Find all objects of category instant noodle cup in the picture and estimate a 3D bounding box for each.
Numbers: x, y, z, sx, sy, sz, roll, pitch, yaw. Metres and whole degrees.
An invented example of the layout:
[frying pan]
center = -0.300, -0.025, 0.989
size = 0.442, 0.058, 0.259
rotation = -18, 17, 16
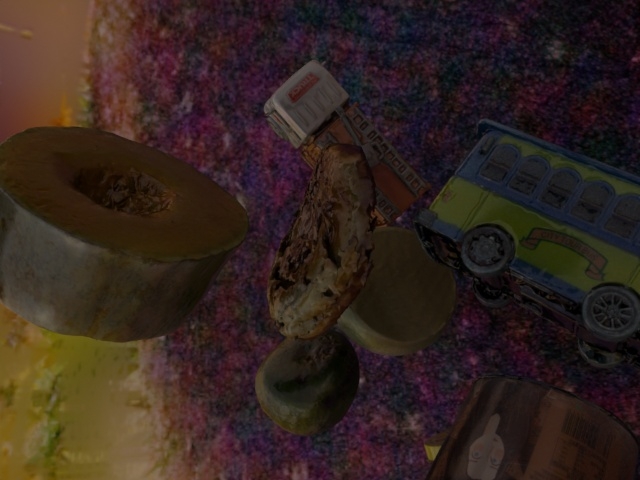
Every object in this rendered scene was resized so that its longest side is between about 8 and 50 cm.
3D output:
[instant noodle cup]
center = 0.189, 0.260, 0.576
size = 0.217, 0.217, 0.207
rotation = -16, 37, 58

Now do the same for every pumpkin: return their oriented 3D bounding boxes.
[pumpkin]
center = -0.283, 0.003, 0.835
size = 0.332, 0.332, 0.199
rotation = 56, 130, 49

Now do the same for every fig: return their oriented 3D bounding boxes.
[fig]
center = -0.014, 0.302, 1.156
size = 0.203, 0.203, 0.235
rotation = 47, 156, 53

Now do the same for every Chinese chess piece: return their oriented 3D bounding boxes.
[Chinese chess piece]
center = 0.128, 0.088, 1.056
size = 0.092, 0.237, 0.238
rotation = 117, 149, -62

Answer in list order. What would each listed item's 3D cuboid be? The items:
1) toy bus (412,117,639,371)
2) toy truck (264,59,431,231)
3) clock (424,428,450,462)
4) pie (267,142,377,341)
[toy bus]
center = 0.285, 0.006, 0.704
size = 0.312, 0.152, 0.190
rotation = 30, 81, 29
[toy truck]
center = 0.054, -0.202, 1.295
size = 0.173, 0.387, 0.207
rotation = -43, 6, -4
[clock]
center = 0.385, 0.455, 1.436
size = 0.277, 0.293, 0.071
rotation = 121, 134, -73
[pie]
center = 0.001, 0.000, 0.828
size = 0.308, 0.085, 0.309
rotation = -160, 90, -75
